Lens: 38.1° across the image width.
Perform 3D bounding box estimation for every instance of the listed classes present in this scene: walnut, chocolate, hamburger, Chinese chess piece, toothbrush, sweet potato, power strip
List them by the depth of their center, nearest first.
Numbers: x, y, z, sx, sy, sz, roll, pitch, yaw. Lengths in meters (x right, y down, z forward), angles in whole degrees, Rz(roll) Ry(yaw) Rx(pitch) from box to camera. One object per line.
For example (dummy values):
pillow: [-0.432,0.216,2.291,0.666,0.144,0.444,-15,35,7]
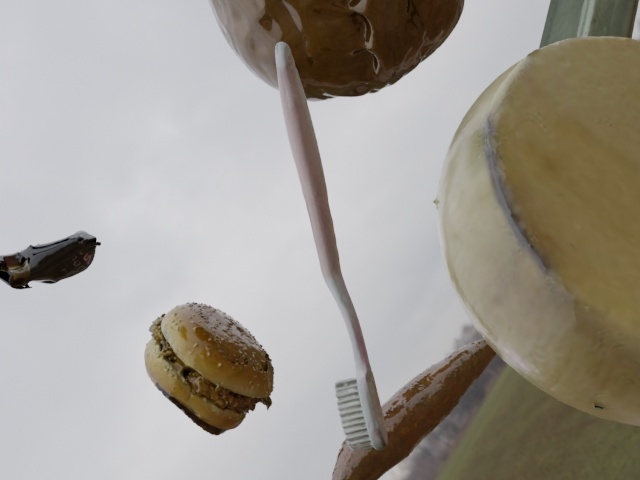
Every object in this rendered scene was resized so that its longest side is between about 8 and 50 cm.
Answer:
Chinese chess piece: [0.193,-0.008,0.566,0.251,0.250,0.097,-49,-9,-35]
toothbrush: [0.000,0.000,0.671,0.029,0.307,0.025,-16,-10,18]
power strip: [0.230,-0.211,0.771,0.078,0.052,0.272,135,155,-63]
chocolate: [-0.282,0.025,0.861,0.147,0.070,0.072,1,-16,-31]
sweet potato: [0.101,0.200,1.060,0.314,0.072,0.066,-38,-57,-29]
walnut: [0.021,-0.369,1.209,0.353,0.308,0.398,-21,-50,1]
hamburger: [-0.154,0.163,1.277,0.118,0.191,0.182,-48,-55,5]
